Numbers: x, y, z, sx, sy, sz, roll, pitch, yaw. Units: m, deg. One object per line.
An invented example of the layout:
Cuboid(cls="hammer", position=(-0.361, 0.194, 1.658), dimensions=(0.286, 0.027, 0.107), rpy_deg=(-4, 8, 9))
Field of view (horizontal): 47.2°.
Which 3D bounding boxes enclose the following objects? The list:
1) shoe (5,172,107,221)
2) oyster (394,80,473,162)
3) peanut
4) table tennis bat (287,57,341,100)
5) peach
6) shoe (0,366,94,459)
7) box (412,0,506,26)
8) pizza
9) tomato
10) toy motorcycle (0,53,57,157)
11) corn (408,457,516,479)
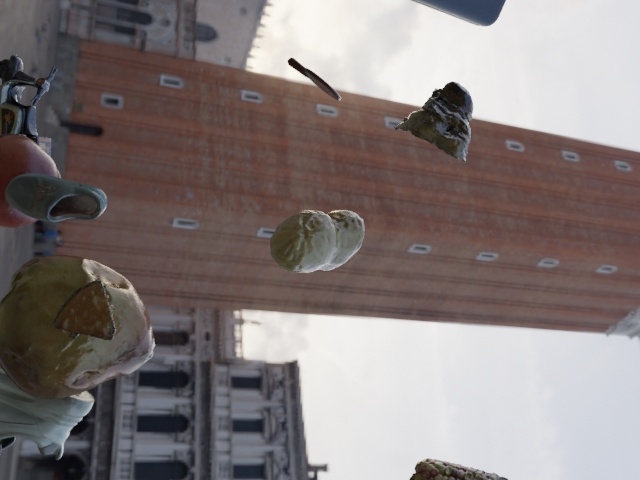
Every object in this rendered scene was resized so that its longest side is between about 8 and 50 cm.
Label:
Cuboid(cls="shoe", position=(-0.512, -0.074, 1.401), dimensions=(0.078, 0.195, 0.079), rpy_deg=(-92, -170, -61))
Cuboid(cls="oyster", position=(0.263, -0.264, 1.552), dimensions=(0.107, 0.161, 0.233), rpy_deg=(-56, -176, 37))
Cuboid(cls="peanut", position=(0.000, 0.000, 1.699), dimensions=(0.147, 0.305, 0.147), rpy_deg=(1, -89, 34))
Cuboid(cls="table tennis bat", position=(-0.013, -0.345, 1.555), dimensions=(0.154, 0.098, 0.019), rpy_deg=(41, -87, 27))
Cuboid(cls="peach", position=(-0.366, 0.135, 1.102), dimensions=(0.214, 0.235, 0.214), rpy_deg=(-165, -90, -83))
Cuboid(cls="shoe", position=(-0.569, 0.297, 1.283), dimensions=(0.124, 0.316, 0.159), rpy_deg=(106, 0, -88))
Cuboid(cls="box", position=(0.158, -0.345, 0.732), dimensions=(0.050, 0.160, 0.230), rpy_deg=(46, -58, 48))
Cuboid(cls="pizza", position=(-0.281, 0.096, 0.898), dimensions=(0.083, 0.078, 0.025), rpy_deg=(-43, 172, -3))
Cuboid(cls="tomato", position=(-0.643, -0.109, 1.577), dimensions=(0.199, 0.112, 0.228), rpy_deg=(-56, 153, -13))
Cuboid(cls="toy motorcycle", position=(-0.761, -0.341, 1.871), dimensions=(0.091, 0.157, 0.263), rpy_deg=(-22, 117, -77))
Cuboid(cls="corn", position=(0.265, 0.386, 1.039), dimensions=(0.098, 0.289, 0.098), rpy_deg=(11, 90, -73))
